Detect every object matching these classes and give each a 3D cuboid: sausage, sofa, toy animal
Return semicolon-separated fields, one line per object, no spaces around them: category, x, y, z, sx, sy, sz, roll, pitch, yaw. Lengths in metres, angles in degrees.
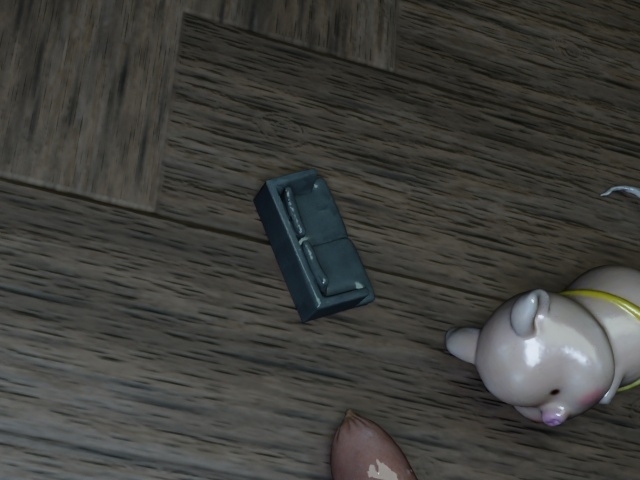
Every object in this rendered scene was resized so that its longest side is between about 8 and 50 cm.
sausage;0.112;0.351;1.294;0.088;0.088;0.433;-19;73;-30
sofa;0.000;0.000;1.432;0.085;0.060;0.147;-13;71;-29
toy animal;0.273;0.102;1.445;0.248;0.165;0.149;-7;63;-33

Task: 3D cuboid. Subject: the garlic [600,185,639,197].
garlic;0.467;-0.011;1.626;0.266;0.148;0.128;6;100;-26
